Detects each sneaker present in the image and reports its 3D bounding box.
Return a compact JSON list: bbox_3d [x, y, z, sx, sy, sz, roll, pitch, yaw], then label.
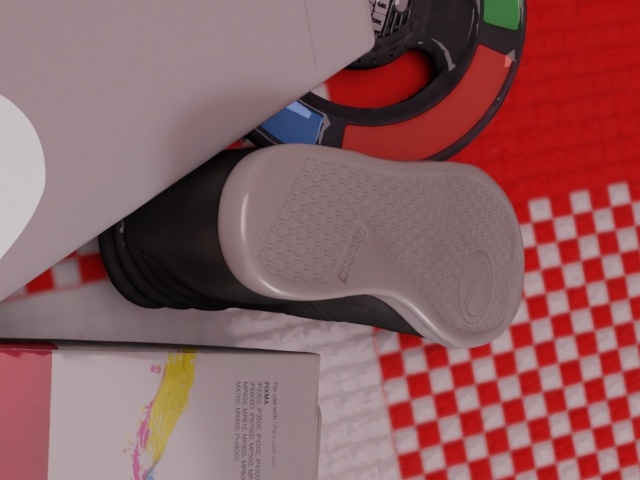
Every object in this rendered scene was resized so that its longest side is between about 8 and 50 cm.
[{"bbox_3d":[0.000,0.000,0.731,0.295,0.147,0.105,12,83,-51],"label":"sneaker"}]

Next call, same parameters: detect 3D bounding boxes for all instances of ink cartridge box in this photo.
[{"bbox_3d":[-0.102,0.116,0.663,0.176,0.128,0.127,3,86,-21],"label":"ink cartridge box"}]

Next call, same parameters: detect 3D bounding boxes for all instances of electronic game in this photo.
[{"bbox_3d":[0.023,-0.149,0.772,0.229,0.048,0.229,2,85,-21],"label":"electronic game"}]

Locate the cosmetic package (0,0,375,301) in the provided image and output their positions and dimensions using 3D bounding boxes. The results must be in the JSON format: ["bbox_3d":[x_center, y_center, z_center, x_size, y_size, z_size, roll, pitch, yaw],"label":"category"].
[{"bbox_3d":[-0.204,-0.083,0.528,0.453,0.161,0.230,-37,143,-19],"label":"cosmetic package"}]
